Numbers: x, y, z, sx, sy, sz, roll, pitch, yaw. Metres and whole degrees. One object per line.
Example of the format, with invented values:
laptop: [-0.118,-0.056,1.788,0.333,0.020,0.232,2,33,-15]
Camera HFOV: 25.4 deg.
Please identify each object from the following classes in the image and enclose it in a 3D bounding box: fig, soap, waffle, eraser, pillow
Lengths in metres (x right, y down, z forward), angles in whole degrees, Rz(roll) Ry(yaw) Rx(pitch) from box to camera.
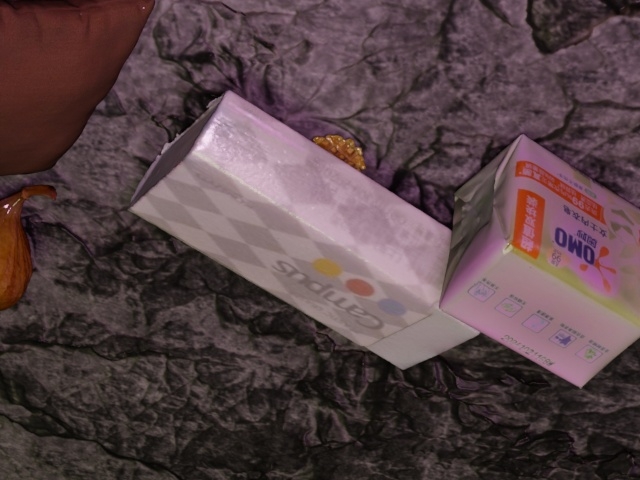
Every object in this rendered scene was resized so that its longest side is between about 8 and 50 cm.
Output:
fig: [-0.402,-0.014,1.719,0.146,0.134,0.201,13,121,-40]
soap: [0.243,0.023,1.515,0.199,0.182,0.138,30,134,-16]
waffle: [0.012,-0.086,1.589,0.078,0.016,0.085,14,137,-4]
eraser: [-0.001,0.000,1.614,0.396,0.082,0.213,32,148,-17]
pillow: [-0.353,-0.156,1.476,0.307,0.108,0.305,-6,152,-41]
